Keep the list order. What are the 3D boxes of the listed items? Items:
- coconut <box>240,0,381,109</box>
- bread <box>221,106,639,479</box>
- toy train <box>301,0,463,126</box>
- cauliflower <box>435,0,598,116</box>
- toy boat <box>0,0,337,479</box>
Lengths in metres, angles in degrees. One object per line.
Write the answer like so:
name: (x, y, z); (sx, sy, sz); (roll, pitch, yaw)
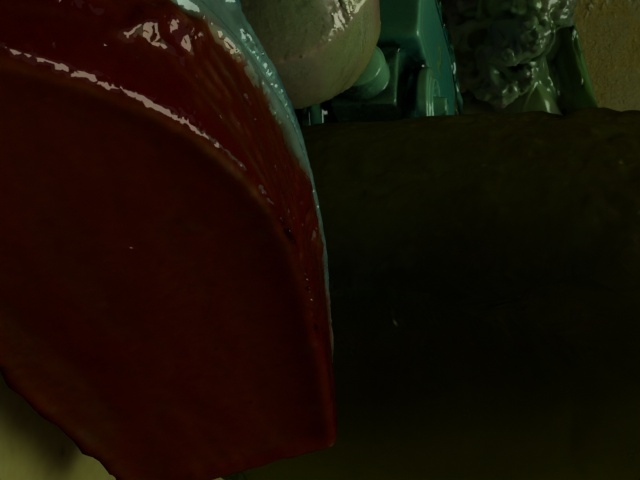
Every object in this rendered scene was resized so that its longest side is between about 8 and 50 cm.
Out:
coconut: (-0.024, -0.140, 0.649); (0.122, 0.116, 0.116); (66, 31, -69)
bread: (0.111, 0.037, 0.689); (0.208, 0.377, 0.251); (68, 29, -53)
toy train: (0.055, -0.120, 0.948); (0.203, 0.112, 0.163); (64, 27, -61)
cauliflower: (0.192, -0.140, 1.113); (0.239, 0.315, 0.256); (-23, 156, -35)
toy boat: (-0.077, -0.024, 0.460); (0.332, 0.145, 0.133); (73, 3, -56)
